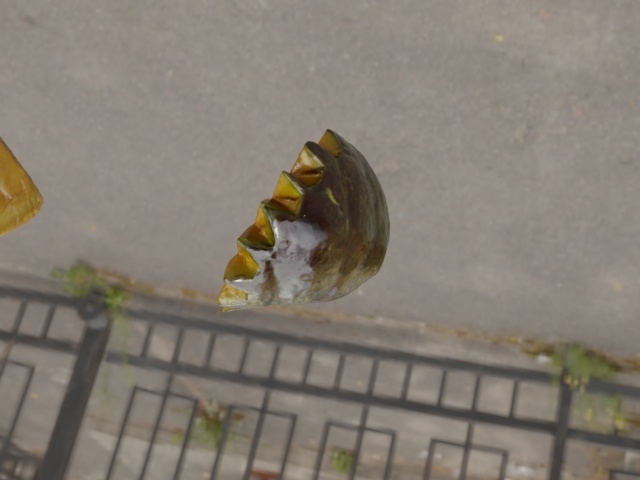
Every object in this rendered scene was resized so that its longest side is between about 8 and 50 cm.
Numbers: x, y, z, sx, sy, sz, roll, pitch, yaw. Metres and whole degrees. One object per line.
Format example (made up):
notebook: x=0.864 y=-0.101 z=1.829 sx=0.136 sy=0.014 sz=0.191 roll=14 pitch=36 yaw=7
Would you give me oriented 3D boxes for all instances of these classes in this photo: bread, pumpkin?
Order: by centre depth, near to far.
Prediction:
bread: x=-0.390 y=-0.066 z=1.177 sx=0.149 sy=0.143 sz=0.158 roll=5 pitch=128 yaw=52
pumpkin: x=0.000 y=0.000 z=1.304 sx=0.149 sy=0.254 sz=0.130 roll=32 pitch=172 yaw=4
